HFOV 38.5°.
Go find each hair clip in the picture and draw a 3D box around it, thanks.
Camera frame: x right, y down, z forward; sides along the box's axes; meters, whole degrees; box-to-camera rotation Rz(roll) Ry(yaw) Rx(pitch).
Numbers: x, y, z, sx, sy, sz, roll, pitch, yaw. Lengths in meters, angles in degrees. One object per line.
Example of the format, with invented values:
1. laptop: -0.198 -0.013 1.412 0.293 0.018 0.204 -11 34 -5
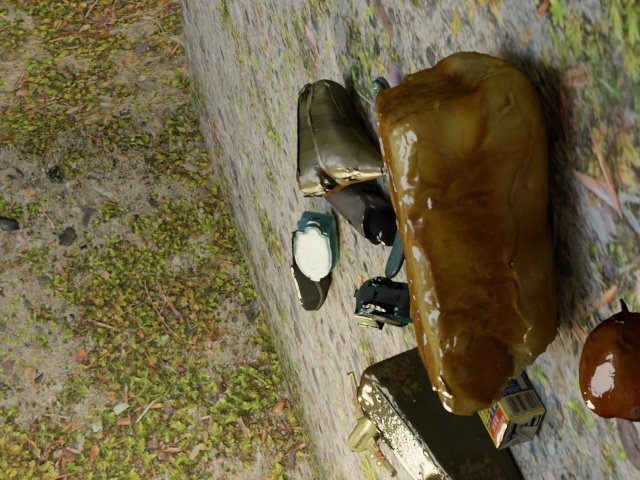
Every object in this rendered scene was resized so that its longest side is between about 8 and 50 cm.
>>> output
1. hair clip: 0.112 -0.088 1.263 0.048 0.083 0.275 -174 76 -76

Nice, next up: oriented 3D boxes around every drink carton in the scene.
1. drink carton: 0.209 0.164 1.121 0.071 0.056 0.165 99 154 -47

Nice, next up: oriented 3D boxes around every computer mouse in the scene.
1. computer mouse: -0.020 0.065 2.073 0.126 0.071 0.231 -88 -12 -49

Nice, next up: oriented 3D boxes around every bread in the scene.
1. bread: 0.154 -0.007 0.918 0.195 0.149 0.344 -102 0 -67

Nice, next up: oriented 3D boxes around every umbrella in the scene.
1. umbrella: 0.060 -0.065 1.527 0.073 0.067 0.337 65 173 -27

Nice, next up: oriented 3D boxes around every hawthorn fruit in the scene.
1. hawthorn fruit: 0.251 0.098 0.758 0.081 0.081 0.093 -145 43 -73

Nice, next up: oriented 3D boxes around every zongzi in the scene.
1. zongzi: 0.043 -0.172 1.453 0.197 0.099 0.194 -11 78 48

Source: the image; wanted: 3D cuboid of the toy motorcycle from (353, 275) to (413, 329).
1. toy motorcycle: 0.126 0.097 1.249 0.100 0.173 0.058 61 -137 -56

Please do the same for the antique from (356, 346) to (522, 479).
1. antique: 0.180 0.287 1.266 0.284 0.150 0.125 59 162 28

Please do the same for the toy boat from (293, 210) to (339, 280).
1. toy boat: 0.000 0.000 1.933 0.215 0.088 0.102 86 -162 -50

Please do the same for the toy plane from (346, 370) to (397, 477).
1. toy plane: 0.103 0.386 1.878 0.244 0.092 0.229 93 156 -62
